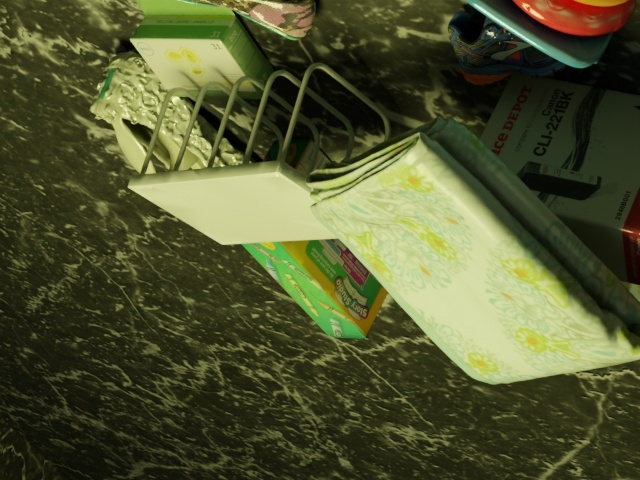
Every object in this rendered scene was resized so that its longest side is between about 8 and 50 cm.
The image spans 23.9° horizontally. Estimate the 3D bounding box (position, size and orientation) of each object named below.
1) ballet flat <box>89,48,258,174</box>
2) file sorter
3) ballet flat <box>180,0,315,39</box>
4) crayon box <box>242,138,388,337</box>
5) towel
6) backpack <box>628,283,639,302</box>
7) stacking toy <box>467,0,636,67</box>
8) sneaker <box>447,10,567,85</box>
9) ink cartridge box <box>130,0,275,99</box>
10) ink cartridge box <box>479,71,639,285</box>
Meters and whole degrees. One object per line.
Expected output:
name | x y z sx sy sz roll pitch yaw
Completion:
ballet flat | -0.201 -0.114 2.275 0.147 0.147 0.409 -3 140 46
file sorter | -0.075 -0.113 2.011 0.278 0.173 0.193 -4 153 41
ballet flat | -0.109 -0.321 1.900 0.222 0.077 0.079 19 120 -1
crayon box | 0.000 0.000 2.247 0.081 0.165 0.278 -1 141 44
towel | 0.175 0.026 1.771 0.374 0.090 0.320 43 158 -13
backpack | 0.493 0.123 2.034 0.188 0.144 0.166 19 157 23
stacking toy | 0.281 -0.329 1.467 0.166 0.175 0.302 31 139 0
sneaker | 0.227 -0.236 1.726 0.221 0.083 0.087 -10 129 48
ink cartridge box | -0.186 -0.288 2.043 0.171 0.056 0.235 6 148 36
ink cartridge box | 0.321 -0.073 1.787 0.273 0.197 0.114 14 149 26
